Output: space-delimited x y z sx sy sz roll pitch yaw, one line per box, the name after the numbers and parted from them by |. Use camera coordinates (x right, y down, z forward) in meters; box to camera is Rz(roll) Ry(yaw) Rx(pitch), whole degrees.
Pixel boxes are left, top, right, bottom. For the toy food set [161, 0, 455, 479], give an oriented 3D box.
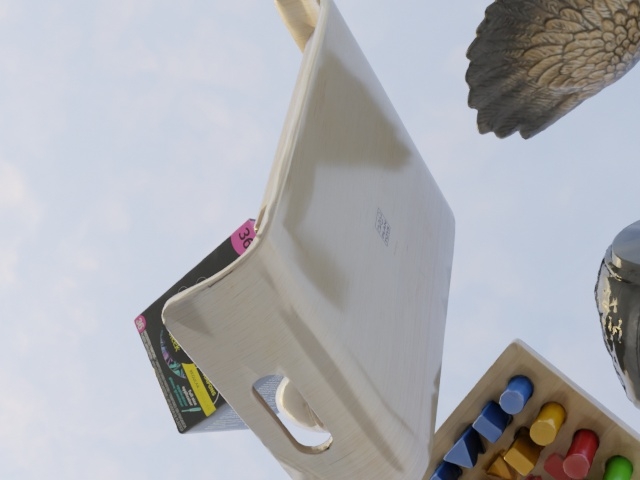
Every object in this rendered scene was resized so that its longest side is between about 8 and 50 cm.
0.000 0.000 0.739 0.092 0.220 0.306 -14 -140 24 | toy food set

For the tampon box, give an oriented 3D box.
-0.059 0.077 0.971 0.161 0.101 0.120 -41 -117 28 | tampon box

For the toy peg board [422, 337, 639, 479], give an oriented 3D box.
0.169 0.197 0.917 0.160 0.079 0.161 39 -68 9 | toy peg board

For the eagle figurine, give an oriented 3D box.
0.287 -0.166 0.839 0.298 0.225 0.226 -46 -155 -19 | eagle figurine

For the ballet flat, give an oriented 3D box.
0.149 0.003 0.365 0.057 0.173 0.049 24 -55 48 | ballet flat
